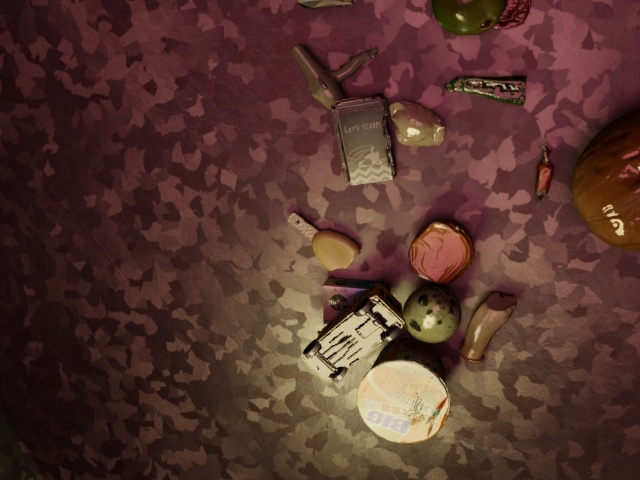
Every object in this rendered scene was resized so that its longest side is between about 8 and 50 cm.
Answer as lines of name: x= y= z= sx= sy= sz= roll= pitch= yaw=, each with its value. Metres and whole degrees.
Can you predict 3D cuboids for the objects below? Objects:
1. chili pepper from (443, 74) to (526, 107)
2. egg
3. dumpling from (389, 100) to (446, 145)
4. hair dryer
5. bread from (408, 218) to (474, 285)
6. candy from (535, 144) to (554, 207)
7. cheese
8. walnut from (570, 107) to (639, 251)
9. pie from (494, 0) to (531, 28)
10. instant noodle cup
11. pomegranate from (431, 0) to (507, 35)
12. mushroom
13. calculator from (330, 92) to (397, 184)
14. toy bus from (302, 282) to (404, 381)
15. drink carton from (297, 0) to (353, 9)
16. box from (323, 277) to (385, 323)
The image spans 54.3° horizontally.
chili pepper: x=0.461 y=-0.426 z=1.758 sx=0.227 sy=0.059 sz=0.088 roll=6 pitch=112 yaw=13
egg: x=0.342 y=0.220 z=1.898 sx=0.177 sy=0.228 sz=0.176 roll=0 pitch=69 yaw=-1
dumpling: x=0.269 y=-0.330 z=1.821 sx=0.170 sy=0.099 sz=0.134 roll=13 pitch=148 yaw=-13
hair dryer: x=0.022 y=-0.519 z=1.821 sx=0.219 sy=0.088 sz=0.224 roll=33 pitch=101 yaw=-3
bread: x=0.369 y=0.032 z=1.895 sx=0.199 sy=0.104 sz=0.199 roll=3 pitch=103 yaw=13
candy: x=0.643 y=-0.184 z=1.791 sx=0.047 sy=0.053 sz=0.181 roll=4 pitch=105 yaw=11
cheese: x=0.000 y=0.000 z=1.999 sx=0.255 sy=0.050 sz=0.127 roll=37 pitch=113 yaw=2
walnut: x=0.858 y=-0.161 z=1.611 sx=0.398 sy=0.308 sz=0.354 roll=-41 pitch=95 yaw=23
pie: x=0.498 y=-0.650 z=1.691 sx=0.154 sy=0.038 sz=0.153 roll=4 pitch=111 yaw=12
instant noodle cup: x=0.271 y=0.462 z=1.988 sx=0.297 sy=0.214 sz=0.296 roll=4 pitch=107 yaw=12
pomegranate: x=0.382 y=-0.664 z=1.624 sx=0.190 sy=0.159 sz=0.240 roll=19 pitch=103 yaw=36
mushroom: x=0.509 y=0.267 z=1.939 sx=0.096 sy=0.108 sz=0.246 roll=43 pitch=115 yaw=42
calculator: x=0.132 y=-0.293 z=1.855 sx=0.166 sy=0.028 sz=0.273 roll=-7 pitch=119 yaw=10
toy bus: x=0.100 y=0.288 z=1.933 sx=0.145 sy=0.151 sz=0.331 roll=44 pitch=112 yaw=-11
drink carton: x=0.007 y=-0.798 z=1.674 sx=0.132 sy=0.194 sz=0.324 roll=-1 pitch=106 yaw=12
box: x=0.109 y=0.203 z=2.021 sx=0.194 sy=0.073 sz=0.139 roll=4 pitch=109 yaw=12
